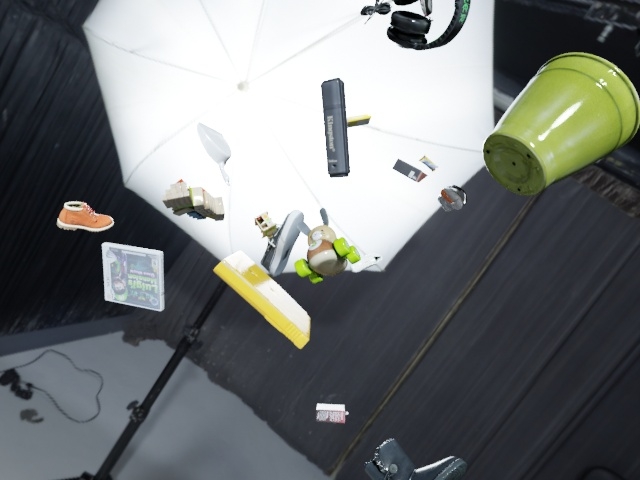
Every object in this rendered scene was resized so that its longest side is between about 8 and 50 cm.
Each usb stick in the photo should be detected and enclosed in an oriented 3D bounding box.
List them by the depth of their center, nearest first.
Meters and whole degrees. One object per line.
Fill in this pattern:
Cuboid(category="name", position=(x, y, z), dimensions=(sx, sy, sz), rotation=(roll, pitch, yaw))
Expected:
Cuboid(category="usb stick", position=(0.044, -0.321, 1.306), dimensions=(0.077, 0.279, 0.045), rotation=(1, 11, 33))

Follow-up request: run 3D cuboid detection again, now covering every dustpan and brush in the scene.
Cuboid(category="dustpan and brush", position=(-0.330, -0.274, 1.485), dimensions=(0.211, 0.060, 0.147), rotation=(57, 16, 17))

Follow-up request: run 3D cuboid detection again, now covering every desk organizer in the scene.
Cuboid(category="desk organizer", position=(0.335, -0.257, 1.695), dimensions=(0.050, 0.047, 0.130), rotation=(18, 17, -45))

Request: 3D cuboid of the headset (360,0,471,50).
Cuboid(category="headset", position=(0.278, -0.696, 1.347), dimensions=(0.185, 0.244, 0.394), rotation=(-22, 30, -36))

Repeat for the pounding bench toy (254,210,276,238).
Cuboid(category="pounding bench toy", position=(-0.185, -0.048, 1.512), dimensions=(0.065, 0.052, 0.083), rotation=(53, -21, 20))

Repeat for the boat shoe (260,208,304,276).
Cuboid(category="boat shoe", position=(-0.149, -0.004, 1.648), dimensions=(0.104, 0.307, 0.113), rotation=(36, 45, 15))

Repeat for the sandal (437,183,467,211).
Cuboid(category="sandal", position=(0.519, -0.175, 1.769), dimensions=(0.102, 0.076, 0.265), rotation=(53, 2, 2))

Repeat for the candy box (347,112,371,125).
Cuboid(category="candy box", position=(0.120, -0.523, 2.014), dimensions=(0.205, 0.027, 0.105), rotation=(-11, 1, -2))

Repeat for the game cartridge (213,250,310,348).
Cuboid(category="game cartridge", position=(-0.161, 0.166, 1.357), dimensions=(0.323, 0.053, 0.285), rotation=(45, 2, -3))

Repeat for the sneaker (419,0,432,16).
Cuboid(category="sneaker", position=(0.285, -0.658, 1.139), dimensions=(0.074, 0.171, 0.063), rotation=(1, 25, 12))

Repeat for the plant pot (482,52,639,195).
Cuboid(category="plant pot", position=(0.724, -0.334, 1.446), dimensions=(0.366, 0.353, 0.366), rotation=(47, -14, 15))

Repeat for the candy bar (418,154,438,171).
Cuboid(category="candy bar", position=(0.502, -0.358, 2.105), dimensions=(0.161, 0.040, 0.018), rotation=(21, 30, -50))

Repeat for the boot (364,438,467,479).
Cuboid(category="boot", position=(0.266, 0.652, 1.312), dimensions=(0.207, 0.246, 0.094), rotation=(44, -5, 49))

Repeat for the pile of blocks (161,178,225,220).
Cuboid(category="pile of blocks", position=(-0.530, -0.171, 1.894), dimensions=(0.362, 0.148, 0.113), rotation=(32, 43, -66))

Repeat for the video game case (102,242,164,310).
Cuboid(category="video game case", position=(-0.530, 0.102, 1.283), dimensions=(0.190, 0.174, 0.022), rotation=(8, 16, 14))

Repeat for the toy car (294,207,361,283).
Cuboid(category="toy car", position=(0.000, 0.000, 1.286), dimensions=(0.149, 0.154, 0.189), rotation=(35, 30, -58))

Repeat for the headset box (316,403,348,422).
Cuboid(category="headset box", position=(0.031, 0.452, 1.188), dimensions=(0.083, 0.032, 0.062), rotation=(1, -6, 3))

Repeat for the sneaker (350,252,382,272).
Cuboid(category="sneaker", position=(0.178, 0.082, 1.767), dimensions=(0.152, 0.054, 0.061), rotation=(-25, 12, -36))

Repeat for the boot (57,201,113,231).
Cuboid(category="boot", position=(-0.702, -0.075, 1.375), dimensions=(0.157, 0.085, 0.059), rotation=(2, 34, -46))
